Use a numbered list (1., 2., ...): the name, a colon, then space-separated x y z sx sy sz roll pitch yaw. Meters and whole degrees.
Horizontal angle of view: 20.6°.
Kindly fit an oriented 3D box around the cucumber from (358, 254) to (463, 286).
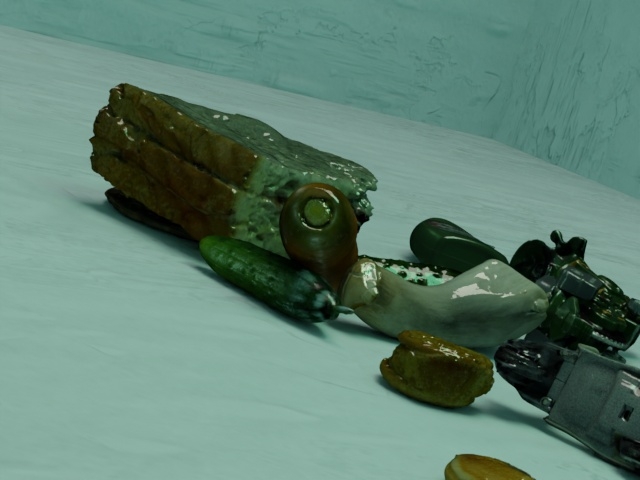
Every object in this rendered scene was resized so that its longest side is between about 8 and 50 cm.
1. cucumber: 0.090 0.053 1.998 0.227 0.069 0.069 11 10 -12

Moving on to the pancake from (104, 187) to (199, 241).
1. pancake: -0.176 -0.032 2.138 0.184 0.020 0.190 24 12 35

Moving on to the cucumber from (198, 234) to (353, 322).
1. cucumber: -0.045 0.044 1.837 0.056 0.056 0.250 9 12 -41

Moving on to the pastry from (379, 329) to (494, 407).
1. pastry: 0.110 0.120 1.656 0.109 0.057 0.097 24 10 28

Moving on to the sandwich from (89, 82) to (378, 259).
1. sandwich: -0.081 -0.071 2.110 0.262 0.131 0.325 30 11 37

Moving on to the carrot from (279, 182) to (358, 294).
1. carrot: 0.000 0.000 1.866 0.087 0.087 0.193 19 -18 10

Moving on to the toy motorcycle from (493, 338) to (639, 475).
1. toy motorcycle: 0.285 0.160 1.661 0.263 0.091 0.157 26 4 33

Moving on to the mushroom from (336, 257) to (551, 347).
1. mushroom: 0.136 0.068 1.895 0.278 0.096 0.099 1 9 -34

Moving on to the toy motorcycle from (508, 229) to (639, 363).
1. toy motorcycle: 0.300 0.071 2.097 0.187 0.124 0.275 29 12 13

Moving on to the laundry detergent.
1. laundry detergent: 0.184 0.013 2.400 0.137 0.063 0.211 17 7 -10

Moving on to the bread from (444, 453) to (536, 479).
1. bread: 0.149 0.197 1.381 0.110 0.024 0.110 16 9 -3
